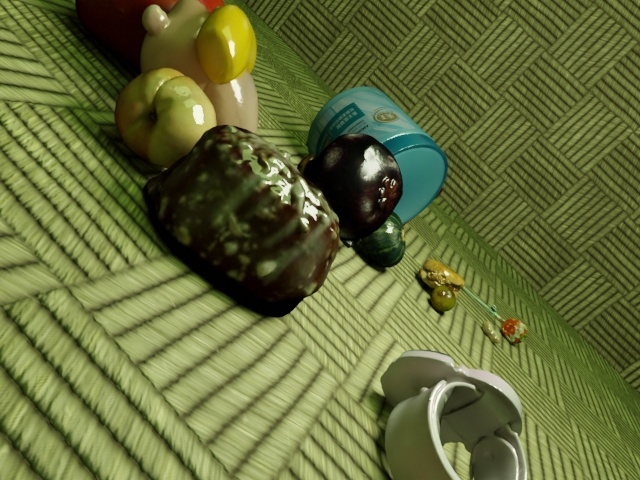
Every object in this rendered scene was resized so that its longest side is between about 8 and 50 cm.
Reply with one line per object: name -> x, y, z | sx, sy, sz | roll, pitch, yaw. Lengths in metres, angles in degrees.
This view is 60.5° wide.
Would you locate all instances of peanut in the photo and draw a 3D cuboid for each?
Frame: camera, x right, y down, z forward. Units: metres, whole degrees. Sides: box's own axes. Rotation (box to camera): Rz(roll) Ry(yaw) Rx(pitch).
peanut -> 0.555, 0.299, 1.783 | 0.037, 0.037, 0.083 | 18, 30, -52

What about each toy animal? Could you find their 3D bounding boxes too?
toy animal -> -0.260, -0.355, 1.182 | 0.246, 0.345, 0.278 | 0, 47, 1

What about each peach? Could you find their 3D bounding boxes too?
peach -> -0.274, -0.215, 0.989 | 0.184, 0.184, 0.184 | 38, 20, -16

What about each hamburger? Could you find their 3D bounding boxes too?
hamburger -> 0.370, 0.116, 1.690 | 0.138, 0.083, 0.147 | 28, 4, -4

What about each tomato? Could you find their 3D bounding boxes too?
tomato -> -0.390, -0.540, 1.286 | 0.325, 0.293, 0.290 | 38, 33, -31

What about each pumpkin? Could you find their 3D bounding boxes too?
pumpkin -> 0.170, -0.008, 1.497 | 0.125, 0.167, 0.167 | 6, 8, 20

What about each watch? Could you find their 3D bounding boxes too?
watch -> 0.188, 0.313, 0.869 | 0.244, 0.196, 0.231 | 43, 40, 0

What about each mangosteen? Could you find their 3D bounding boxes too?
mangosteen -> 0.060, -0.133, 1.364 | 0.233, 0.287, 0.287 | 34, 21, -23

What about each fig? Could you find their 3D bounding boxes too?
fig -> 0.361, 0.175, 1.605 | 0.088, 0.074, 0.074 | 57, 4, -45

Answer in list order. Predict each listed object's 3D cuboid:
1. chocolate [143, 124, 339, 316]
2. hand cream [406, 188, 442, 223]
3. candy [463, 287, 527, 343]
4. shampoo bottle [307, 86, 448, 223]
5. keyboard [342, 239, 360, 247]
chocolate -> -0.107, -0.050, 0.919 | 0.340, 0.210, 0.225 | 41, 17, -10
hand cream -> 0.319, -0.163, 1.998 | 0.149, 0.230, 0.230 | 47, 19, 5
candy -> 0.620, 0.258, 1.978 | 0.287, 0.078, 0.084 | 43, 20, 22
shampoo bottle -> 0.169, -0.263, 1.734 | 0.331, 0.331, 0.343 | 22, 27, -47
keyboard -> -0.012, -0.101, 1.507 | 0.310, 0.018, 0.101 | 46, 20, 6
